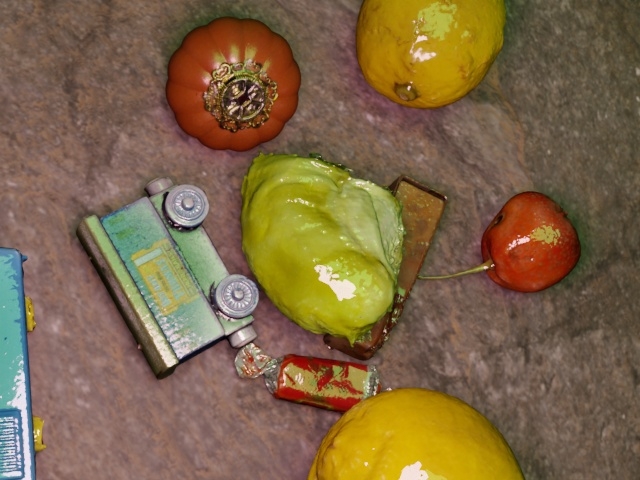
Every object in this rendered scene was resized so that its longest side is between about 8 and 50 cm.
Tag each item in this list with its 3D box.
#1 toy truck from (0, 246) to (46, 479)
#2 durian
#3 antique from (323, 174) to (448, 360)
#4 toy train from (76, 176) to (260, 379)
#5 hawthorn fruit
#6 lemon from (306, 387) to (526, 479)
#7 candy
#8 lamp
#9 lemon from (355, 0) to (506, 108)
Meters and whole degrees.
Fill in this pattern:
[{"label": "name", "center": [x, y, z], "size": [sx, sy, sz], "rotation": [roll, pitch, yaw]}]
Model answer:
[{"label": "toy truck", "center": [-0.482, 0.192, 1.703], "size": [0.161, 0.162, 0.384], "rotation": [-3, 74, -15]}, {"label": "durian", "center": [0.000, 0.000, 1.836], "size": [0.256, 0.204, 0.339], "rotation": [-3, 57, 10]}, {"label": "antique", "center": [0.107, 0.048, 1.958], "size": [0.093, 0.087, 0.310], "rotation": [27, 67, -8]}, {"label": "toy train", "center": [-0.230, 0.055, 1.835], "size": [0.202, 0.131, 0.299], "rotation": [-28, 82, -20]}, {"label": "hawthorn fruit", "center": [0.299, 0.032, 1.997], "size": [0.285, 0.165, 0.165], "rotation": [-27, 82, -8]}, {"label": "lemon", "center": [0.145, 0.384, 1.737], "size": [0.348, 0.348, 0.348], "rotation": [5, 72, -15]}, {"label": "candy", "center": [0.004, 0.227, 1.887], "size": [0.292, 0.059, 0.086], "rotation": [13, 71, -11]}, {"label": "lamp", "center": [-0.141, -0.253, 1.921], "size": [0.223, 0.196, 0.223], "rotation": [-5, 113, -11]}, {"label": "lemon", "center": [0.187, -0.363, 2.020], "size": [0.260, 0.260, 0.284], "rotation": [32, 86, -4]}]
